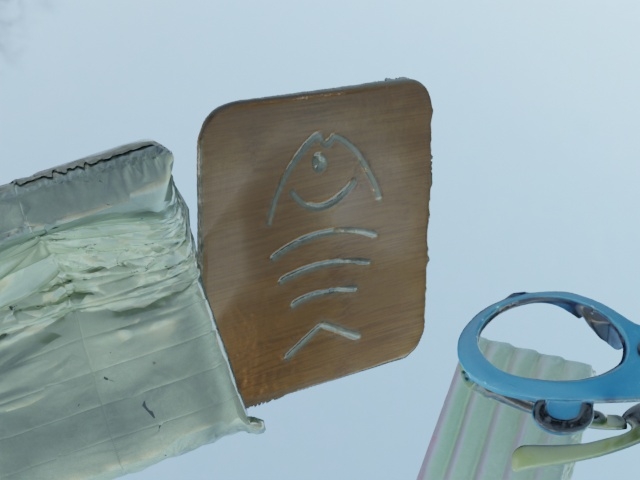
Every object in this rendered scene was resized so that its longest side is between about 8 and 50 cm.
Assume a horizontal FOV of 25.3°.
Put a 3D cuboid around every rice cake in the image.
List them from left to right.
[{"bbox_3d":[0.201,0.210,1.545,0.189,0.198,0.037,16,163,36],"label":"rice cake"}]

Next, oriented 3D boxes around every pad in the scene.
[{"bbox_3d":[0.000,0.000,1.313,0.286,0.284,0.018,-13,-159,-42],"label":"pad"}]

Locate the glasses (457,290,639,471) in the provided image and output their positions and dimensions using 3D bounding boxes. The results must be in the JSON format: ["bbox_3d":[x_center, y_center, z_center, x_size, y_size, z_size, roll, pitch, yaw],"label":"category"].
[{"bbox_3d":[0.193,0.085,0.947,0.239,0.207,0.102,-7,-106,-13],"label":"glasses"}]

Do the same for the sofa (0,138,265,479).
[{"bbox_3d":[-0.163,0.062,0.958,0.210,0.225,0.176,-16,-176,-7],"label":"sofa"}]
